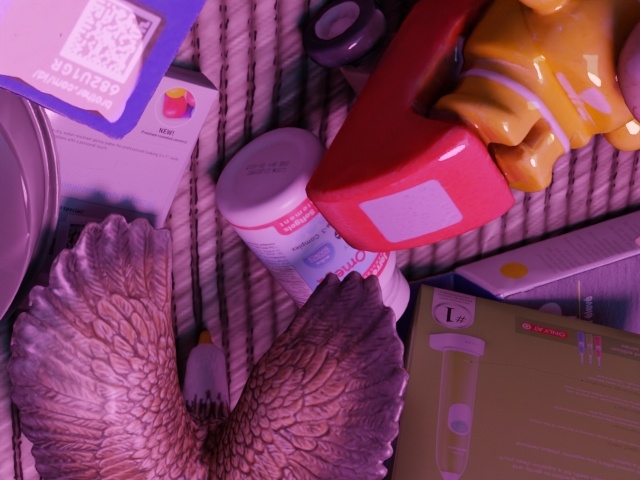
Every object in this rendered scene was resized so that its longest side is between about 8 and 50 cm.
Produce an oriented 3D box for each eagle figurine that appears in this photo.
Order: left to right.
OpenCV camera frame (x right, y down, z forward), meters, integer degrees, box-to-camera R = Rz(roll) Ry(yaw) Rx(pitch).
[{"bbox_3d":[-0.083,0.139,0.935,0.226,0.225,0.298,-24,151,-23],"label":"eagle figurine"}]

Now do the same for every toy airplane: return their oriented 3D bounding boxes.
[{"bbox_3d":[0.203,-0.155,0.866,0.386,0.272,0.384,0,117,-26],"label":"toy airplane"}]

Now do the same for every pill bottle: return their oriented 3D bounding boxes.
[{"bbox_3d":[0.000,0.000,0.973,0.087,0.087,0.160,-39,127,-1],"label":"pill bottle"}]

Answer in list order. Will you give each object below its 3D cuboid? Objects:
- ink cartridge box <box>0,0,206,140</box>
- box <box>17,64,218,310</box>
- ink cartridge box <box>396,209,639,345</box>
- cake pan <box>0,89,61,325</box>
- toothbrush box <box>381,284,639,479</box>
[{"bbox_3d":[-0.195,-0.196,0.572,0.270,0.395,0.151,23,106,-34],"label":"ink cartridge box"},{"bbox_3d":[-0.169,-0.040,0.899,0.145,0.038,0.186,12,113,-31],"label":"box"},{"bbox_3d":[0.209,0.138,1.165,0.307,0.072,0.303,-18,124,-16],"label":"ink cartridge box"},{"bbox_3d":[-0.303,-0.021,0.807,0.293,0.054,0.293,-6,116,-13],"label":"cake pan"},{"bbox_3d":[0.147,0.177,0.964,0.206,0.283,0.122,12,123,1],"label":"toothbrush box"}]
